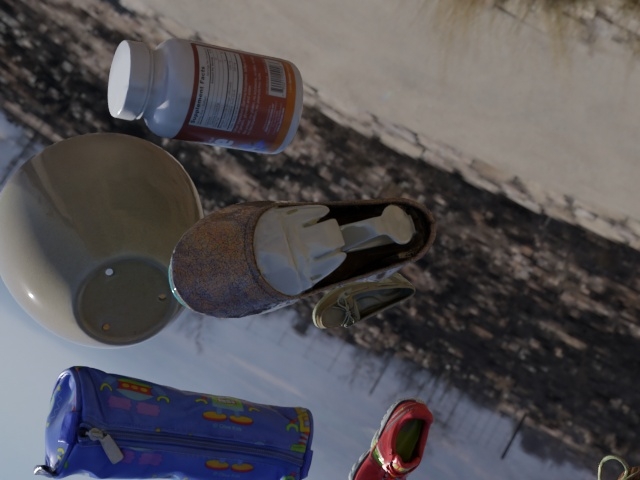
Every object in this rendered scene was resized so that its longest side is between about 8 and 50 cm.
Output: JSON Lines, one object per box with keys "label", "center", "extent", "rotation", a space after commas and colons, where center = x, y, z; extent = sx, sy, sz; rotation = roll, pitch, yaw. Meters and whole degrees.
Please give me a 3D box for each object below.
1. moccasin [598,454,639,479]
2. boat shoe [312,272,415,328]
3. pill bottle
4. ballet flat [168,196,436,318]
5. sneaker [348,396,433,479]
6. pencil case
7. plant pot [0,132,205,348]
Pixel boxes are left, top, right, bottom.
{"label": "moccasin", "center": [0.493, 0.407, 1.567], "extent": [0.147, 0.380, 0.139], "rotation": [52, 154, 44]}
{"label": "boat shoe", "center": [0.062, 0.090, 1.484], "extent": [0.048, 0.153, 0.056], "rotation": [34, 138, 61]}
{"label": "pill bottle", "center": [-0.140, -0.177, 1.244], "extent": [0.216, 0.121, 0.121], "rotation": [7, 179, -26]}
{"label": "ballet flat", "center": [0.000, 0.000, 0.968], "extent": [0.106, 0.107, 0.316], "rotation": [-18, 177, 41]}
{"label": "sneaker", "center": [0.136, 0.436, 1.991], "extent": [0.107, 0.279, 0.118], "rotation": [23, 176, -14]}
{"label": "pencil case", "center": [-0.155, 0.221, 1.143], "extent": [0.306, 0.119, 0.133], "rotation": [13, 178, -22]}
{"label": "plant pot", "center": [-0.266, 0.030, 1.316], "extent": [0.284, 0.284, 0.191], "rotation": [41, -173, -36]}
